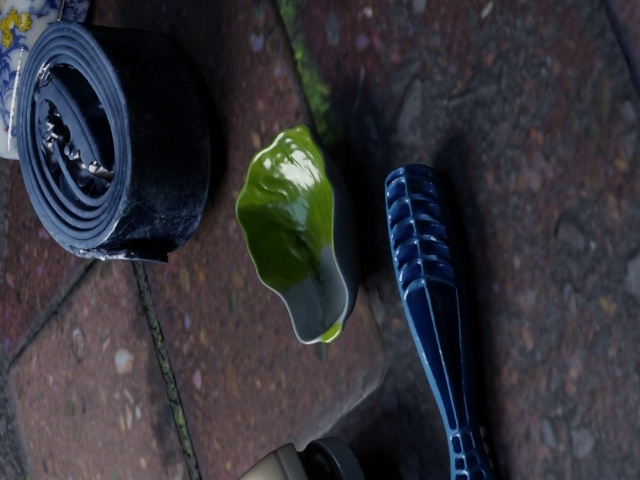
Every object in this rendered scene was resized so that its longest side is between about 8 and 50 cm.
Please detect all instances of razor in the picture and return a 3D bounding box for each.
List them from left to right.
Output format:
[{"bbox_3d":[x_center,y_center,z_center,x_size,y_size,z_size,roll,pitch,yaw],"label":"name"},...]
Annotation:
[{"bbox_3d":[0.070,0.079,1.079,0.082,0.042,0.253,-14,73,12],"label":"razor"}]

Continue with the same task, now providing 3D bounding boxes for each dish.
[{"bbox_3d":[0.000,0.000,1.187,0.091,0.039,0.137,-45,55,41],"label":"dish"}]

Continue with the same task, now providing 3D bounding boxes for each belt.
[{"bbox_3d":[-0.140,-0.066,1.359,0.190,0.082,0.141,56,131,41],"label":"belt"}]

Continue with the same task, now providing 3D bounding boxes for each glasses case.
[{"bbox_3d":[-0.212,-0.181,1.480,0.087,0.065,0.248,47,129,50],"label":"glasses case"}]

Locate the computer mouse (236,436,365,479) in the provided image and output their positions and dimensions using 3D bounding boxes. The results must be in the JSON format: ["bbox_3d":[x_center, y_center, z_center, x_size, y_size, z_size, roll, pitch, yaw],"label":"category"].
[{"bbox_3d":[-0.027,0.222,1.190,0.236,0.082,0.145,-56,46,38],"label":"computer mouse"}]
